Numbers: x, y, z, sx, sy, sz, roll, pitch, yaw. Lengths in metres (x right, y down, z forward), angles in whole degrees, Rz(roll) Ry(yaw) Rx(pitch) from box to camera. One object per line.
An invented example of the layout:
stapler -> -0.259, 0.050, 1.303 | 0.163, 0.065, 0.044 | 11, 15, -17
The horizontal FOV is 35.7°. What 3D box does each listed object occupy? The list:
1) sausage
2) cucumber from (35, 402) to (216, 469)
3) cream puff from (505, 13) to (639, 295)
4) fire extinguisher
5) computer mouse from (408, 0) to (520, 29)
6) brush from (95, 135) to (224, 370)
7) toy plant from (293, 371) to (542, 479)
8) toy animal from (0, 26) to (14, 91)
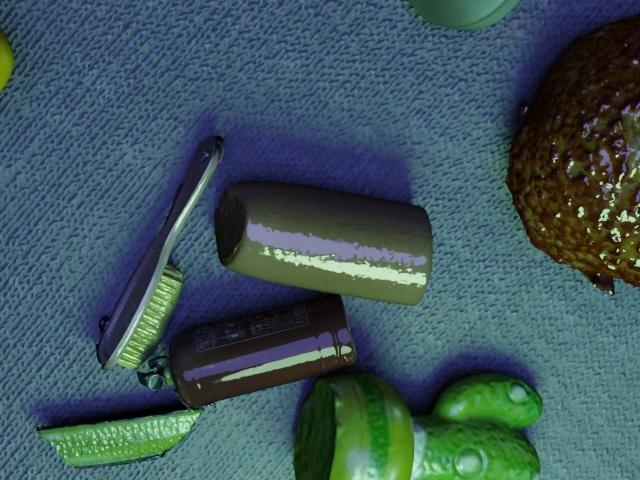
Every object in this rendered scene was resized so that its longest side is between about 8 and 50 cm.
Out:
sausage -> 0.000, 0.000, 1.170 | 0.252, 0.123, 0.123 | 9, 102, -8
cucumber -> -0.236, 0.242, 1.240 | 0.219, 0.046, 0.071 | -8, 106, -3
cream puff -> 0.394, -0.093, 1.143 | 0.350, 0.229, 0.351 | -1, 104, -4
fire extinguisher -> -0.095, 0.140, 1.198 | 0.268, 0.105, 0.105 | -15, 104, -2
computer mouse -> 0.107, -0.379, 1.066 | 0.095, 0.197, 0.331 | -39, 99, -39
brush -> -0.178, 0.020, 1.192 | 0.067, 0.072, 0.313 | 23, 97, -34
toy plant -> 0.137, 0.271, 1.232 | 0.315, 0.184, 0.224 | 7, 85, -18
toy animal -> -0.449, -0.244, 0.963 | 0.277, 0.247, 0.345 | 23, 85, 7
